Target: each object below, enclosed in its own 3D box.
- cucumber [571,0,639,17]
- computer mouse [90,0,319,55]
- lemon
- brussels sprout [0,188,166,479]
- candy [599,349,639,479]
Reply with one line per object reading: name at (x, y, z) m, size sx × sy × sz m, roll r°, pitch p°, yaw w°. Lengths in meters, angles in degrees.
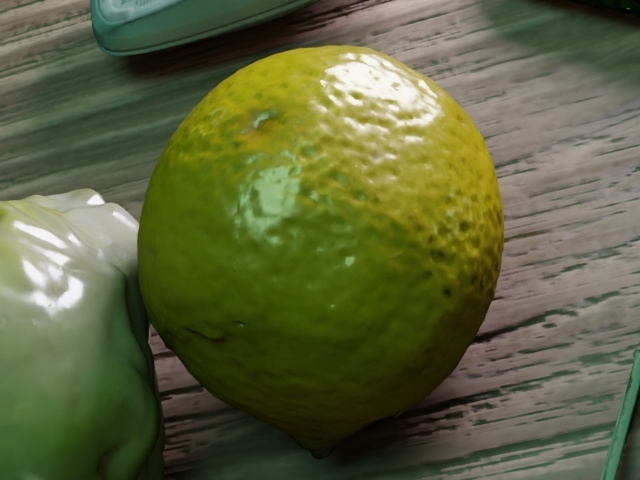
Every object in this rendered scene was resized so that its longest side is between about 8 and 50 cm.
cucumber at (0.214, -0.202, 1.091) m, size 0.227 × 0.069 × 0.069 m, roll 16°, pitch 64°, yaw 36°
computer mouse at (-0.056, -0.235, 1.215) m, size 0.288 × 0.097 × 0.159 m, roll -22°, pitch 51°, yaw 23°
lemon at (0.001, -0.007, 0.937) m, size 0.228 × 0.228 × 0.253 m, roll -3°, pitch 56°, yaw 22°
brussels sprout at (-0.221, 0.110, 0.957) m, size 0.316 × 0.242 × 0.274 m, roll -39°, pitch 25°, yaw -9°
candy at (0.157, 0.173, 0.852) m, size 0.077 × 0.073 × 0.262 m, roll 16°, pitch 55°, yaw 12°
